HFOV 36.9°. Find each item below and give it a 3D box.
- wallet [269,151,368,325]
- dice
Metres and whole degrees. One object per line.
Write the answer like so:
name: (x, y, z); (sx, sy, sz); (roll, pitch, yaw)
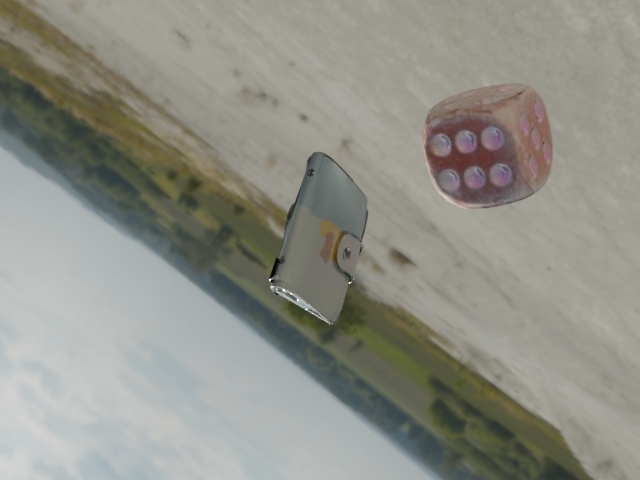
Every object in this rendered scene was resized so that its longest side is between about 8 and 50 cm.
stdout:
wallet: (0.000, 0.000, 1.460); (0.069, 0.231, 0.170); (1, 154, 37)
dice: (0.152, -0.086, 0.865); (0.093, 0.091, 0.094); (-6, 109, 34)
